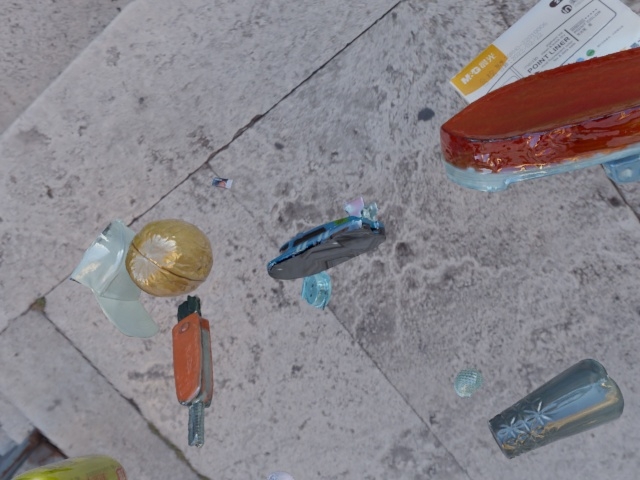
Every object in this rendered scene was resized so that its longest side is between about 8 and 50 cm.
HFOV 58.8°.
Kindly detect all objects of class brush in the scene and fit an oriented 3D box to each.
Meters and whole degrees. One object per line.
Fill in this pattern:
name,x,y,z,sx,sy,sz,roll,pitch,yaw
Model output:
brush,-0.231,0.231,1.035,0.070,0.323,0.051,-32,131,14

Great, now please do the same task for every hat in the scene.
hat,-0.486,0.105,1.445,0.168,0.258,0.301,-34,103,-6

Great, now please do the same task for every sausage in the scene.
sausage,-0.406,0.417,0.915,0.123,0.347,0.123,-1,76,3

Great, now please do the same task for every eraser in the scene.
eraser,-0.266,-0.156,1.534,0.099,0.019,0.027,13,86,43

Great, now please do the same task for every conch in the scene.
conch,0.412,0.392,1.585,0.076,0.085,0.056,15,141,25

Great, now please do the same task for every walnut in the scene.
walnut,-0.305,0.037,1.165,0.165,0.197,0.165,-3,78,14

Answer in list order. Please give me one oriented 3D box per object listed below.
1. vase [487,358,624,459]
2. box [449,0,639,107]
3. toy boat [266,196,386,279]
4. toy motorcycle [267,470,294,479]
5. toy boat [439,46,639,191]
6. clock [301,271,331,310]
vase,0.574,0.434,1.415,0.301,0.156,0.251,-27,147,1
box,0.384,-0.268,0.930,0.274,0.091,0.221,-43,60,14
toy boat,0.000,0.000,1.276,0.299,0.134,0.092,-25,66,32
toy motorcycle,-0.122,0.628,1.263,0.112,0.112,0.254,26,108,-3
toy boat,0.304,-0.127,0.696,0.332,0.145,0.133,-9,135,32
clock,-0.006,0.140,1.590,0.045,0.147,0.108,3,107,-25
